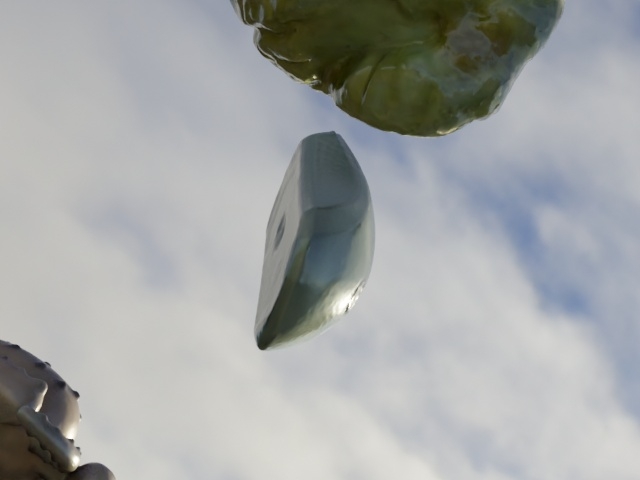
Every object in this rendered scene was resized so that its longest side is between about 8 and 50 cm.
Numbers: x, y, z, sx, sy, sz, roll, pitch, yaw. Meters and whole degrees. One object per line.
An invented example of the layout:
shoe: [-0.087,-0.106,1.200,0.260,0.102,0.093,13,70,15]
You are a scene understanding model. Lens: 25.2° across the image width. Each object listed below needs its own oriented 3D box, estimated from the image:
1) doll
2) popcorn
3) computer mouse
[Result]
doll: [-0.247,0.089,0.980,0.278,0.119,0.154,41,-29,20]
popcorn: [0.029,-0.113,0.506,0.136,0.162,0.141,14,-33,11]
computer mouse: [0.000,0.000,0.817,0.056,0.181,0.089,22,-63,-12]
